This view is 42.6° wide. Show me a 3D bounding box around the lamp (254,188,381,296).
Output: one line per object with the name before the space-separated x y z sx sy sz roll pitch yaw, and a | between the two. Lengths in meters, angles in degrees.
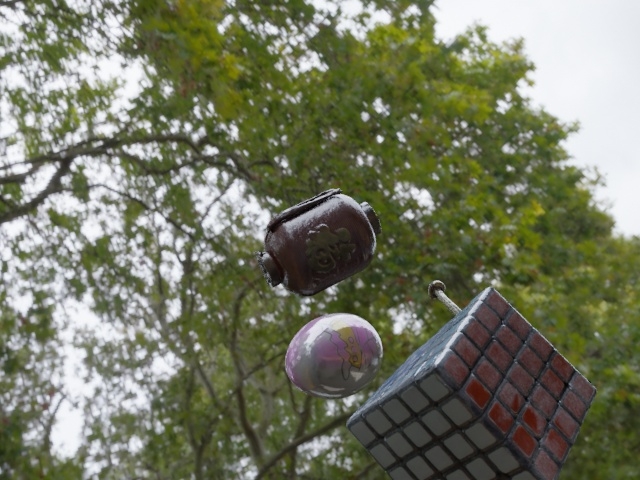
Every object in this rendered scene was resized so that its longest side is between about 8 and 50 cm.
lamp | 0.000 0.000 1.584 0.258 0.180 0.180 -28 -41 -13

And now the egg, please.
egg | 0.030 0.259 1.847 0.196 0.196 0.271 -45 -24 13

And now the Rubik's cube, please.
Rubik's cube | 0.226 0.259 1.231 0.237 0.238 0.237 -37 -8 -48

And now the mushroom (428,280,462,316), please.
mushroom | 0.306 0.209 1.747 0.043 0.306 0.068 -13 -32 -16
